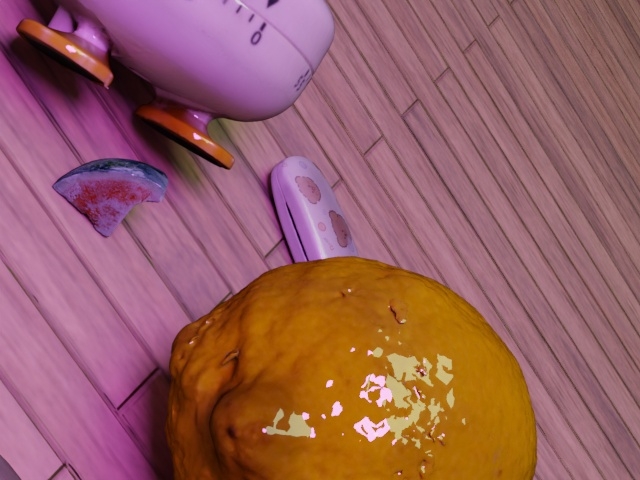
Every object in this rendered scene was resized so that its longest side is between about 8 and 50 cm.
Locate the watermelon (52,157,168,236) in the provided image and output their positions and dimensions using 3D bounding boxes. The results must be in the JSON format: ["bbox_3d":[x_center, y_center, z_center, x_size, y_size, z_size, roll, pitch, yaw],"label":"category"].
[{"bbox_3d":[-0.149,-0.031,0.895,0.085,0.085,0.061,-6,106,-55],"label":"watermelon"}]

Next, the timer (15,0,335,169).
[{"bbox_3d":[-0.089,-0.206,0.923,0.233,0.233,0.240,34,86,-37],"label":"timer"}]

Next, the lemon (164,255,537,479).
[{"bbox_3d":[0.022,0.133,0.836,0.320,0.245,0.245,23,49,-59],"label":"lemon"}]

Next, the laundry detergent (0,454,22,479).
[{"bbox_3d":[-0.257,0.140,0.532,0.253,0.181,0.091,37,4,-35],"label":"laundry detergent"}]

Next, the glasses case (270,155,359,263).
[{"bbox_3d":[0.000,0.000,1.088,0.063,0.041,0.164,-3,70,-55],"label":"glasses case"}]
